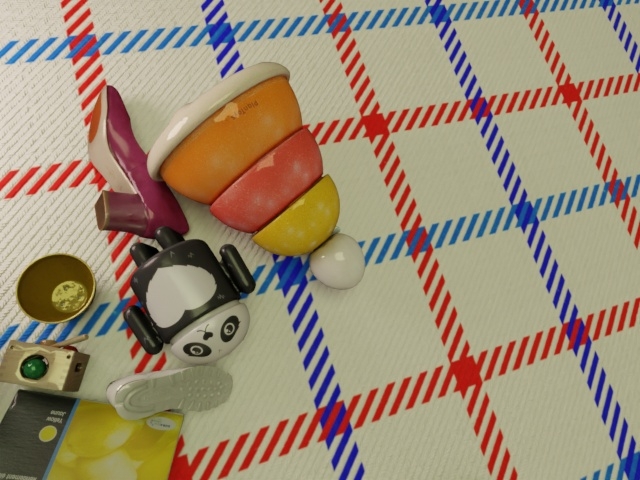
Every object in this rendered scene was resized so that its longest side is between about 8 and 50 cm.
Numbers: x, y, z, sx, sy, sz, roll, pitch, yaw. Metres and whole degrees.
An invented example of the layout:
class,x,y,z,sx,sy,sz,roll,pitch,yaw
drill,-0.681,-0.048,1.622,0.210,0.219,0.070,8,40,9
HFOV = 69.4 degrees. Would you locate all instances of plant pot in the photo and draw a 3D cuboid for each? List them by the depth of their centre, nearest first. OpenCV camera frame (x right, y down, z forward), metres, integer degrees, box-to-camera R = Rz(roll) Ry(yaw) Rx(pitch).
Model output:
class,x,y,z,sx,sy,sz,roll,pitch,yaw
plant pot,-0.499,0.101,0.900,0.135,0.095,0.134,4,72,-11

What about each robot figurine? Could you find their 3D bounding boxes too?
class,x,y,z,sx,sy,sz,roll,pitch,yaw
robot figurine,-0.259,0.108,0.910,0.278,0.209,0.174,56,34,8

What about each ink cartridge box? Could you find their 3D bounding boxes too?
class,x,y,z,sx,sy,sz,roll,pitch,yaw
ink cartridge box,-0.419,0.425,0.774,0.304,0.072,0.307,13,45,-10

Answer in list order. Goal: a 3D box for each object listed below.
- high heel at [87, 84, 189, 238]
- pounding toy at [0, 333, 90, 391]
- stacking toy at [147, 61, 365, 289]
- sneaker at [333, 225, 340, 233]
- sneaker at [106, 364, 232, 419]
class,x,y,z,sx,sy,sz,roll,pitch,yaw
high heel,-0.405,-0.173,1.029,0.182,0.127,0.376,6,64,-41
pounding toy,-0.488,0.216,0.841,0.130,0.141,0.100,13,70,-9
stacking toy,-0.083,-0.081,0.965,0.351,0.351,0.479,-40,97,-21
sneaker,0.000,0.000,1.083,0.099,0.038,0.069,-3,75,-4
sneaker,-0.283,0.280,0.891,0.235,0.095,0.089,10,81,-37
